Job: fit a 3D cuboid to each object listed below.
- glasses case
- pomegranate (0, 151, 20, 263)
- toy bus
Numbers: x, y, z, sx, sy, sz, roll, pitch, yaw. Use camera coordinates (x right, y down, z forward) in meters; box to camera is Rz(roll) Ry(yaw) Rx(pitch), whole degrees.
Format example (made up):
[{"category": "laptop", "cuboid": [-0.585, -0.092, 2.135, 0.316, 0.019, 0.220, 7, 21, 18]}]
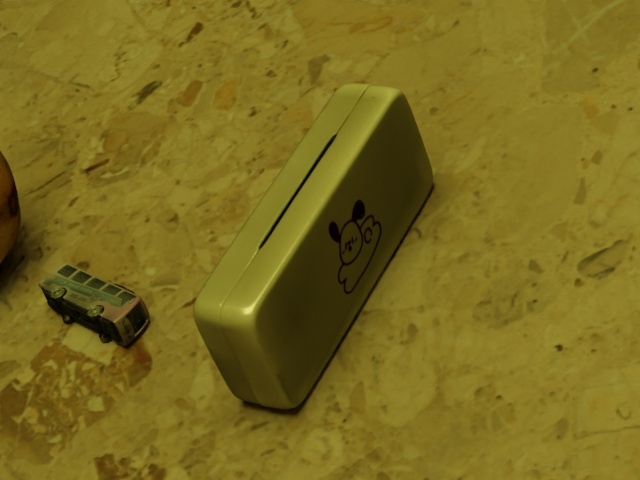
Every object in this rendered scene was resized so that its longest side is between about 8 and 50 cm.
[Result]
[{"category": "glasses case", "cuboid": [0.000, 0.000, 1.649, 0.070, 0.131, 0.313, 7, 48, 32]}, {"category": "pomegranate", "cuboid": [-0.408, -0.033, 1.848, 0.196, 0.196, 0.196, -14, 40, 12]}, {"category": "toy bus", "cuboid": [-0.221, 0.062, 1.766, 0.131, 0.037, 0.052, 21, 52, 42]}]
